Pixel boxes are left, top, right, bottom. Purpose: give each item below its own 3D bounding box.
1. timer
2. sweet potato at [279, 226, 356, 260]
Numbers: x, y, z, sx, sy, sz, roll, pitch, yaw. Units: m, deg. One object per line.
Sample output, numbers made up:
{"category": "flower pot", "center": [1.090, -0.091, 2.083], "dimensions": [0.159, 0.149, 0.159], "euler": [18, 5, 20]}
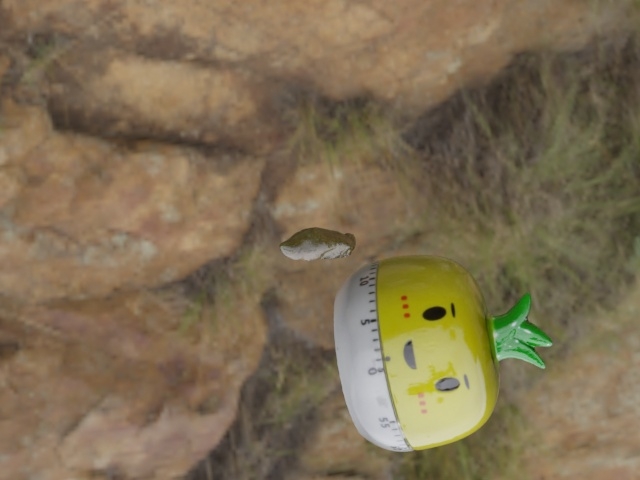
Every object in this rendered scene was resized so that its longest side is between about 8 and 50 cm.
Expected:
{"category": "timer", "center": [0.171, 0.139, 1.790], "dimensions": [0.285, 0.285, 0.285], "euler": [-8, 150, -5]}
{"category": "sweet potato", "center": [0.005, 0.003, 1.514], "dimensions": [0.153, 0.041, 0.038], "euler": [-5, 127, -57]}
